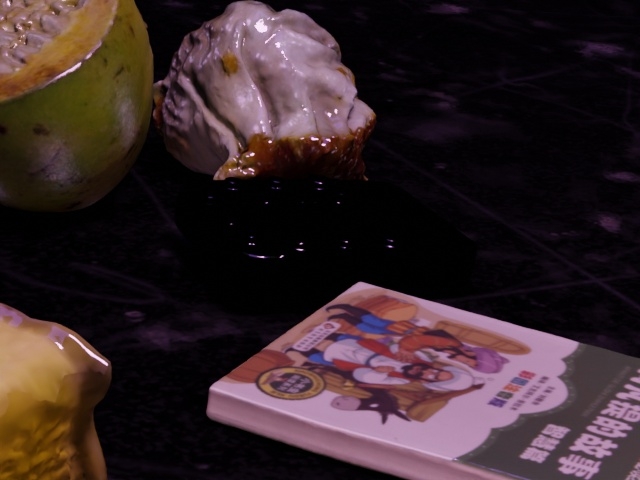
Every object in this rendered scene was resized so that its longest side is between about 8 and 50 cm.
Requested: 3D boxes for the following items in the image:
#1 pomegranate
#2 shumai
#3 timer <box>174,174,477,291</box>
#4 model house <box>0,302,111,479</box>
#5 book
[{"bbox_3d":[-0.217,-0.085,1.266,0.190,0.159,0.241,5,47,24],"label":"pomegranate"},{"bbox_3d":[-0.049,-0.078,1.361,0.184,0.184,0.142,6,51,2],"label":"shumai"},{"bbox_3d":[0.000,0.000,1.223,0.187,0.055,0.144,-1,24,-27],"label":"timer"},{"bbox_3d":[-0.206,0.133,0.631,0.175,0.193,0.234,16,23,20],"label":"model house"},{"bbox_3d":[0.096,0.095,1.028,0.264,0.027,0.202,15,22,24],"label":"book"}]
